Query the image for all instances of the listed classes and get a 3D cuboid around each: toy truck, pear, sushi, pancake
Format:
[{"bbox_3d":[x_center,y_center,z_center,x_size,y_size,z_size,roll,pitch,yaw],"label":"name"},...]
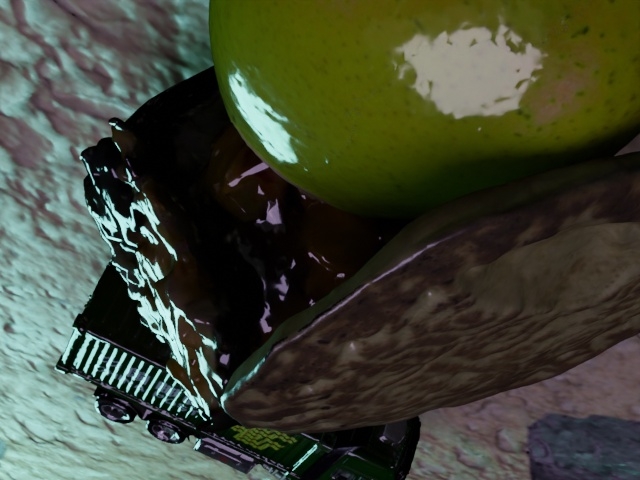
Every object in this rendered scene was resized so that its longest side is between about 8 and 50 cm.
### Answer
[{"bbox_3d":[-0.052,0.108,0.896,0.259,0.088,0.121,26,145,-7],"label":"toy truck"},{"bbox_3d":[0.060,-0.112,0.470,0.187,0.187,0.219,27,131,-11],"label":"pear"},{"bbox_3d":[0.002,0.000,0.649,0.213,0.204,0.200,65,167,-3],"label":"sushi"},{"bbox_3d":[0.065,0.033,0.509,0.212,0.029,0.235,-22,158,1],"label":"pancake"}]
